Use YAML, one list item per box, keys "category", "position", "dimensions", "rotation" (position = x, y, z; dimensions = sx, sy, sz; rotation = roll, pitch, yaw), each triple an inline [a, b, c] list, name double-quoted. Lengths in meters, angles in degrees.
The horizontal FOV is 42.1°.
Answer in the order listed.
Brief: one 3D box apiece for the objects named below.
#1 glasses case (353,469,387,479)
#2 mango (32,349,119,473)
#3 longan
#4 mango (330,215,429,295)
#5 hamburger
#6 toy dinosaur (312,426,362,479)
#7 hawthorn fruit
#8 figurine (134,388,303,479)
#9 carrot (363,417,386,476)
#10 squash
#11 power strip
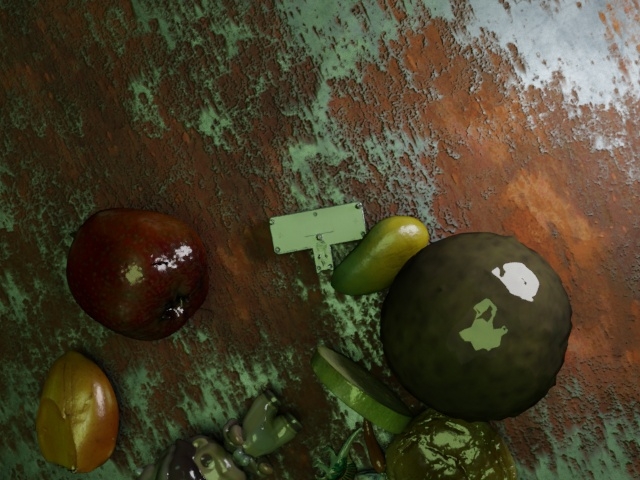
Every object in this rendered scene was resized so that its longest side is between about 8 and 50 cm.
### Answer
- category: "glasses case"
  position: [0.122, 0.644, 1.874]
  dimensions: [0.086, 0.065, 0.248]
  rotation: [-5, 89, 0]
- category: "mango"
  position: [-0.548, 0.382, 1.891]
  dimensions: [0.187, 0.138, 0.257]
  rotation: [5, 89, 23]
- category: "longan"
  position: [0.321, 0.176, 1.706]
  dimensions: [0.390, 0.391, 0.392]
  rotation: [0, 92, 5]
- category: "mango"
  position: [0.135, 0.041, 1.834]
  dimensions: [0.137, 0.091, 0.237]
  rotation: [37, 105, -23]
- category: "hamburger"
  position: [0.286, 0.503, 1.824]
  dimensions: [0.265, 0.134, 0.285]
  rotation: [-37, 87, 3]
- category: "toy dinosaur"
  position: [0.044, 0.519, 1.895]
  dimensions: [0.187, 0.044, 0.106]
  rotation: [-36, 102, -7]
- category: "hawthorn fruit"
  position: [-0.422, 0.056, 1.817]
  dimensions: [0.368, 0.284, 0.285]
  rotation: [21, 94, 25]
- category: "figurine"
  position: [-0.218, 0.497, 1.846]
  dimensions: [0.380, 0.203, 0.248]
  rotation: [-42, 95, -7]
- category: "carrot"
  position: [0.119, 0.464, 1.876]
  dimensions: [0.035, 0.035, 0.142]
  rotation: [-20, 70, 5]
- category: "squash"
  position: [0.081, 0.313, 1.775]
  dimensions: [0.252, 0.252, 0.049]
  rotation: [35, 95, 3]
- category: "power strip"
  position: [0.000, 0.000, 1.865]
  dimensions: [0.215, 0.061, 0.145]
  rotation: [-11, 90, 6]
